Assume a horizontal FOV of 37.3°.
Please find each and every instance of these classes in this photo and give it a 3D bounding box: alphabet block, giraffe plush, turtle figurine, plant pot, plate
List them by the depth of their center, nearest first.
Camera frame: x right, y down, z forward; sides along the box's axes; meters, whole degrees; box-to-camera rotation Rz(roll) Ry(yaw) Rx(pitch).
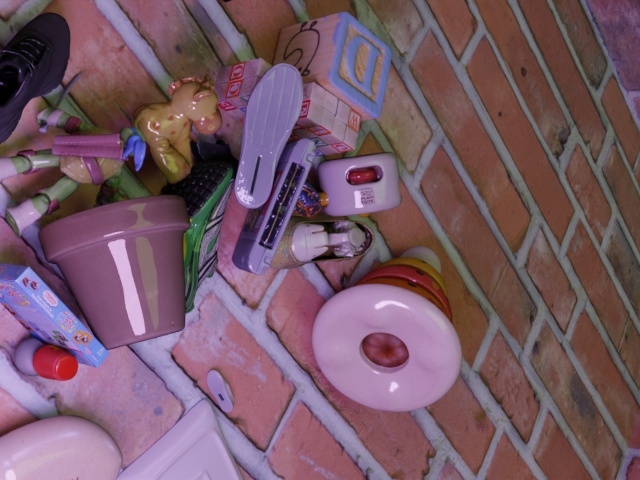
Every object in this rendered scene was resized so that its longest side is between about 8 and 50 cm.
[{"bbox_3d":[-0.336,0.064,1.649,0.263,0.263,0.229,-11,85,-49],"label":"plant pot"},{"bbox_3d":[-0.453,-0.127,1.680,0.266,0.274,0.198,-29,132,-26],"label":"turtle figurine"},{"bbox_3d":[-0.263,-0.237,1.803,0.210,0.170,0.181,53,8,-49],"label":"giraffe plush"},{"bbox_3d":[-0.253,0.506,1.893,0.277,0.045,0.278,-40,117,-44],"label":"plate"},{"bbox_3d":[0.022,-0.386,2.179,0.193,0.197,0.192,31,63,-43],"label":"alphabet block"}]

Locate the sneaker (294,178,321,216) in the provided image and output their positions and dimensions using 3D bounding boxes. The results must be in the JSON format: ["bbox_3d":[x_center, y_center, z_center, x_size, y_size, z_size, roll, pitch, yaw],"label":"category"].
[{"bbox_3d":[-0.084,-0.148,2.133,0.221,0.083,0.087,53,7,-18],"label":"sneaker"}]

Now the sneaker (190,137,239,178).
[{"bbox_3d":[-0.202,-0.174,2.010,0.170,0.051,0.089,-8,97,-46],"label":"sneaker"}]

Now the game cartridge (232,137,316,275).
[{"bbox_3d":[-0.102,-0.072,1.988,0.060,0.196,0.294,23,85,-12],"label":"game cartridge"}]

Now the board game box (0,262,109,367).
[{"bbox_3d":[-0.468,0.124,1.589,0.039,0.160,0.211,-53,125,-27],"label":"board game box"}]

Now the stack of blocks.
[{"bbox_3d":[-0.070,-0.287,2.082,0.297,0.171,0.087,29,65,-43],"label":"stack of blocks"}]

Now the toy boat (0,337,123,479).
[{"bbox_3d":[-0.466,0.328,1.609,0.267,0.148,0.318,-2,95,-44],"label":"toy boat"}]

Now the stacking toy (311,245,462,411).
[{"bbox_3d":[0.198,0.149,2.315,0.351,0.350,0.480,64,27,-23],"label":"stacking toy"}]

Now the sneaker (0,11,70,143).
[{"bbox_3d":[-0.502,-0.288,1.597,0.109,0.130,0.286,28,59,-10],"label":"sneaker"}]

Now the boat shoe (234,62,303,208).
[{"bbox_3d":[-0.118,-0.215,1.936,0.109,0.094,0.302,18,93,-13],"label":"boat shoe"}]

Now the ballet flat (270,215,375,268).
[{"bbox_3d":[0.000,0.000,2.180,0.348,0.123,0.123,-3,89,-49],"label":"ballet flat"}]

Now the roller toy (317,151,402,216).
[{"bbox_3d":[0.093,-0.127,2.239,0.209,0.191,0.146,-14,98,-49],"label":"roller toy"}]

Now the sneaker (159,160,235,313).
[{"bbox_3d":[-0.259,-0.011,1.891,0.146,0.134,0.343,49,58,-47],"label":"sneaker"}]

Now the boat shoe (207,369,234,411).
[{"bbox_3d":[-0.206,0.309,1.979,0.100,0.035,0.035,65,18,-17],"label":"boat shoe"}]
